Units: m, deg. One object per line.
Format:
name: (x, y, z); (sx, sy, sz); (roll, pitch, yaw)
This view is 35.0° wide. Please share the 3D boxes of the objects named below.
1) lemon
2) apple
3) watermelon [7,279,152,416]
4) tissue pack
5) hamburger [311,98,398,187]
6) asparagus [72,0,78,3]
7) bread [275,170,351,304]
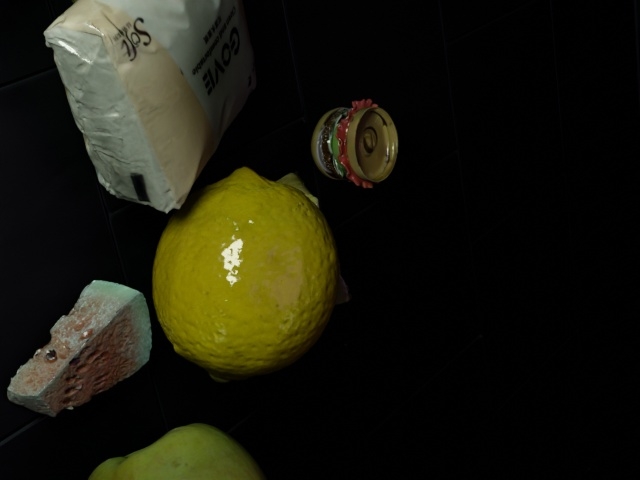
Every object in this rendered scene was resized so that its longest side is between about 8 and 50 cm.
lemon: (-0.121, 0.060, 1.682); (0.336, 0.336, 0.336); (-13, 107, -48)
apple: (-0.232, 0.456, 1.620); (0.338, 0.338, 0.305); (-26, 100, -45)
watermelon: (-0.376, 0.186, 1.589); (0.241, 0.094, 0.154); (-41, 136, -36)
tissue pack: (-0.239, -0.281, 1.551); (0.376, 0.195, 0.390); (-61, 149, -35)
hamburger: (0.060, -0.186, 1.979); (0.175, 0.136, 0.175); (-4, 96, -48)
asparagus: (-0.314, -0.412, 1.564); (0.178, 0.041, 0.045); (-47, 137, -35)
bread: (0.000, 0.000, 1.915); (0.135, 0.178, 0.240); (-37, 122, -38)
